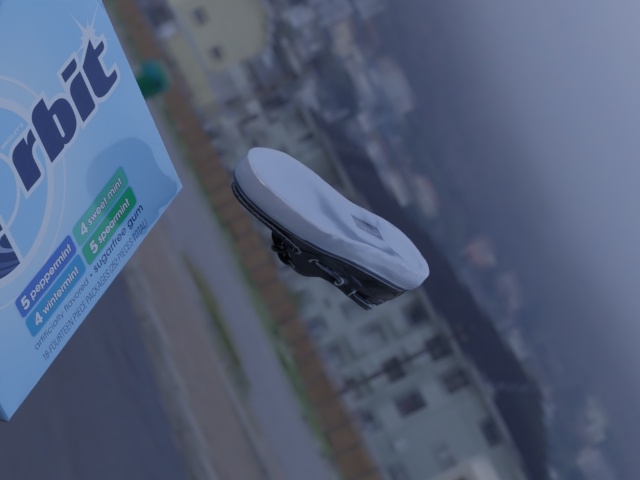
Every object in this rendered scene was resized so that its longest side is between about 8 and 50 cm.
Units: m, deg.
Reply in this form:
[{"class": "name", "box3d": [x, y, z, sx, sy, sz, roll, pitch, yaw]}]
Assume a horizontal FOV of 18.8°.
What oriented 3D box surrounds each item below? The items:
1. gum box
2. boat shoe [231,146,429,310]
[{"class": "gum box", "box3d": [-0.140, -0.042, 0.832, 0.041, 0.157, 0.184, 8, -43, 31]}, {"class": "boat shoe", "box3d": [0.000, 0.000, 0.950, 0.142, 0.040, 0.049, 31, 27, -45]}]
